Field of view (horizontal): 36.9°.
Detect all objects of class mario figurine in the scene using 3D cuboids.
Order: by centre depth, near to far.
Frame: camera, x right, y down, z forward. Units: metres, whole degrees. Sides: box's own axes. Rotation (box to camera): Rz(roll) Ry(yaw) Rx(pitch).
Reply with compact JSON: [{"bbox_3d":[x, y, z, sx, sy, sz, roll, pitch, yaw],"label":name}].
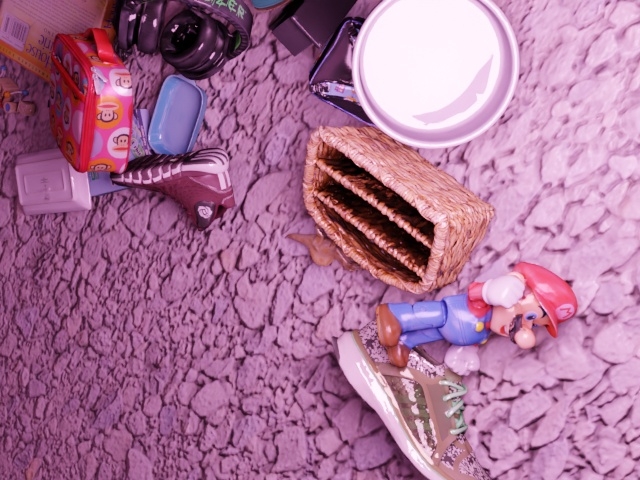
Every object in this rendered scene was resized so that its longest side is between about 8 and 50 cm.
[{"bbox_3d":[0.258,0.143,1.555,0.320,0.198,0.170,-15,91,12],"label":"mario figurine"}]

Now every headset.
[{"bbox_3d":[-0.291,-0.428,1.852,0.394,0.243,0.185,-12,64,50],"label":"headset"}]

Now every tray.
[{"bbox_3d":[-0.613,-0.133,2.165,0.270,0.030,0.145,-2,97,42],"label":"tray"}]

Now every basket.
[{"bbox_3d":[0.102,-0.041,1.639,0.299,0.223,0.213,39,114,21],"label":"basket"}]

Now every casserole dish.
[{"bbox_3d":[-0.289,-0.250,1.967,0.114,0.037,0.188,30,112,25],"label":"casserole dish"}]

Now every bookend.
[{"bbox_3d":[-0.033,-0.377,1.688,0.072,0.157,0.156,45,142,-16],"label":"bookend"}]

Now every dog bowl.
[{"bbox_3d":[0.183,-0.287,1.556,0.265,0.104,0.265,1,107,2],"label":"dog bowl"}]

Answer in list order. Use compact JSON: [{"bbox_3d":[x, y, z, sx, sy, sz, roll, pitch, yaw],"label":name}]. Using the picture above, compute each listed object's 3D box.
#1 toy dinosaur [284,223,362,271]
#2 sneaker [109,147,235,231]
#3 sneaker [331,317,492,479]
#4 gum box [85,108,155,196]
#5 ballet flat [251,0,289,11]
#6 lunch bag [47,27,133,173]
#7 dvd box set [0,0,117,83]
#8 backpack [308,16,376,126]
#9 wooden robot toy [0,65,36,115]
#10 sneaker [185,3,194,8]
[{"bbox_3d":[0.000,0.000,1.808,0.183,0.053,0.092,25,110,27],"label":"toy dinosaur"},{"bbox_3d":[-0.293,-0.089,1.935,0.281,0.106,0.162,-2,117,32],"label":"sneaker"},{"bbox_3d":[0.200,0.280,1.678,0.182,0.158,0.410,-43,78,11],"label":"sneaker"},{"bbox_3d":[-0.435,-0.187,2.064,0.184,0.041,0.157,-11,90,33],"label":"gum box"},{"bbox_3d":[-0.038,-0.482,1.761,0.206,0.067,0.073,-28,76,34],"label":"ballet flat"},{"bbox_3d":[-0.456,-0.292,1.909,0.293,0.120,0.258,46,131,50],"label":"lunch bag"},{"bbox_3d":[-0.547,-0.554,2.076,0.307,0.062,0.420,31,111,25],"label":"dvd box set"},{"bbox_3d":[0.083,-0.290,1.679,0.173,0.117,0.158,28,105,-11],"label":"backpack"},{"bbox_3d":[-0.740,-0.339,2.214,0.173,0.079,0.076,46,117,20],"label":"wooden robot toy"},{"bbox_3d":[-0.261,-0.526,1.913,0.058,0.052,0.135,-2,88,42],"label":"sneaker"}]
